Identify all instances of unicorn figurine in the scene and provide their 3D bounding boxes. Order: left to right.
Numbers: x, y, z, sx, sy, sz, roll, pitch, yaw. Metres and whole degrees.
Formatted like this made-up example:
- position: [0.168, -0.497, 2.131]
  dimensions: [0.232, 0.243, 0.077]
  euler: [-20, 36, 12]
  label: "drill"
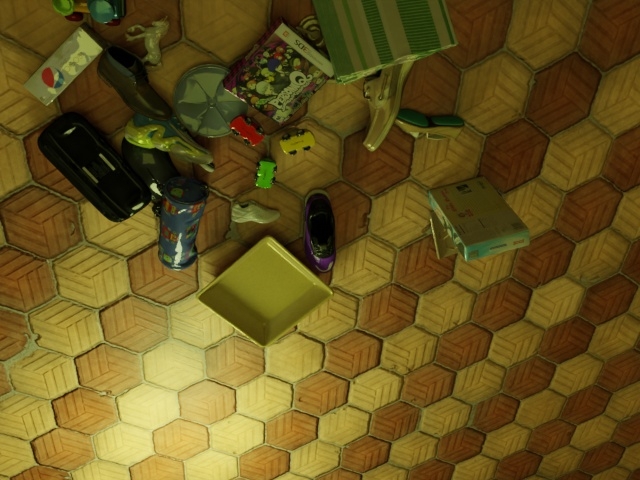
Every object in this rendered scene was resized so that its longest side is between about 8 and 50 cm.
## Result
- position: [-0.431, -0.501, 1.385]
  dimensions: [0.111, 0.060, 0.162]
  euler: [-3, 138, -9]
  label: "unicorn figurine"

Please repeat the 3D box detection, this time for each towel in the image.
- position: [0.163, -0.560, 1.404]
  dimensions: [0.324, 0.038, 0.248]
  euler: [-17, 92, 2]
  label: "towel"

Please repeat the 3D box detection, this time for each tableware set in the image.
- position: [0.009, -0.503, 1.468]
  dimensions: [0.128, 0.039, 0.194]
  euler: [-29, 122, 8]
  label: "tableware set"

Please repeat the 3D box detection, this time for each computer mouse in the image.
- position: [-0.457, -0.189, 1.558]
  dimensions: [0.188, 0.072, 0.272]
  euler: [-26, 122, 7]
  label: "computer mouse"

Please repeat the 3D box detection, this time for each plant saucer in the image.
- position: [-0.181, 0.160, 1.820]
  dimensions: [0.332, 0.081, 0.333]
  euler: [-39, 120, 13]
  label: "plant saucer"

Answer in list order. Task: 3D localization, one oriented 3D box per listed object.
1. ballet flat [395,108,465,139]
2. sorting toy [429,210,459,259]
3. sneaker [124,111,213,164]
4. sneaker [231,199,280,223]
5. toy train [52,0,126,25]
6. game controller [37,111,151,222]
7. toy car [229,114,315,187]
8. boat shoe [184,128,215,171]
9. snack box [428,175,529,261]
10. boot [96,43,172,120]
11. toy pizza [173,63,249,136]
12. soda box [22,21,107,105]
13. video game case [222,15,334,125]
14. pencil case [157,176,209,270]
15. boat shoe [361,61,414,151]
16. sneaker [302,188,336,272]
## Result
- position: [0.308, -0.330, 1.611]
  dimensions: [0.232, 0.080, 0.073]
  euler: [5, 135, -12]
  label: "ballet flat"
- position: [0.470, -0.049, 1.839]
  dimensions: [0.208, 0.038, 0.193]
  euler: [-21, 123, -3]
  label: "sorting toy"
- position: [-0.392, -0.291, 1.471]
  dimensions: [0.240, 0.091, 0.126]
  euler: [17, 81, -18]
  label: "sneaker"
- position: [-0.196, -0.088, 1.680]
  dimensions: [0.152, 0.054, 0.061]
  euler: [0, 119, -10]
  label: "sneaker"
- position: [-0.586, -0.552, 1.267]
  dimensions: [0.247, 0.143, 0.105]
  euler: [3, 120, -12]
  label: "toy train"
- position: [-0.613, -0.193, 1.506]
  dimensions: [0.166, 0.067, 0.319]
  euler: [-33, 114, 14]
  label: "game controller"
- position: [-0.147, -0.250, 1.571]
  dimensions: [0.238, 0.053, 0.225]
  euler: [11, 133, -9]
  label: "toy car"
- position: [-0.345, -0.252, 1.554]
  dimensions: [0.040, 0.049, 0.142]
  euler: [-37, 118, 12]
  label: "boat shoe"
- position: [0.463, -0.074, 1.647]
  dimensions: [0.187, 0.322, 0.060]
  euler: [-15, 126, -1]
  label: "snack box"
- position: [-0.461, -0.392, 1.380]
  dimensions: [0.219, 0.082, 0.106]
  euler: [36, 152, -12]
  label: "boot"
- position: [-0.295, -0.378, 1.493]
  dimensions: [0.201, 0.032, 0.201]
  euler: [-6, 123, -9]
  label: "toy pizza"
- position: [-0.636, -0.439, 1.373]
  dimensions: [0.216, 0.069, 0.074]
  euler: [-38, 120, 14]
  label: "soda box"
- position: [-0.103, -0.433, 1.440]
  dimensions: [0.232, 0.042, 0.210]
  euler: [-39, 136, 25]
  label: "video game case"
- position: [-0.398, -0.052, 1.587]
  dimensions: [0.119, 0.133, 0.306]
  euler: [30, 135, 8]
  label: "pencil case"
- position: [0.168, -0.417, 1.511]
  dimensions: [0.110, 0.122, 0.341]
  euler: [15, 107, -11]
  label: "boat shoe"
- position: [-0.001, 0.000, 1.714]
  dimensions: [0.102, 0.146, 0.294]
  euler: [-9, 122, -4]
  label: "sneaker"
